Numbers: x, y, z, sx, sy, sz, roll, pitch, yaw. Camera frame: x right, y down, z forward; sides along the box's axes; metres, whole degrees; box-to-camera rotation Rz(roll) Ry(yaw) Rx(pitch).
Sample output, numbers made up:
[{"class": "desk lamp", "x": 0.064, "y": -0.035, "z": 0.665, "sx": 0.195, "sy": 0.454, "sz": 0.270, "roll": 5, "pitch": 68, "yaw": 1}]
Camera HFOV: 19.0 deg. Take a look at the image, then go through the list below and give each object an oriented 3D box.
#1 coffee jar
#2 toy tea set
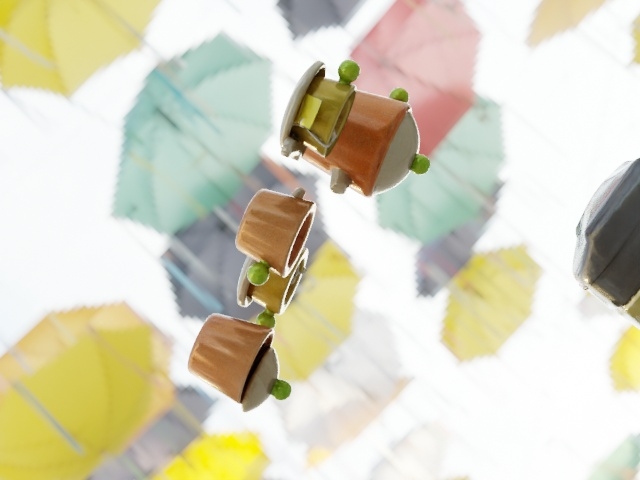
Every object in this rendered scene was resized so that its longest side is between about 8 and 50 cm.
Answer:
[{"class": "coffee jar", "x": 0.194, "y": 0.031, "z": 0.818, "sx": 0.079, "sy": 0.184, "sz": 0.096, "roll": -55, "pitch": -3, "yaw": 3}, {"class": "toy tea set", "x": 0.000, "y": 0.000, "z": 1.741, "sx": 0.200, "sy": 0.124, "sz": 0.336, "roll": -32, "pitch": -36, "yaw": -77}]
